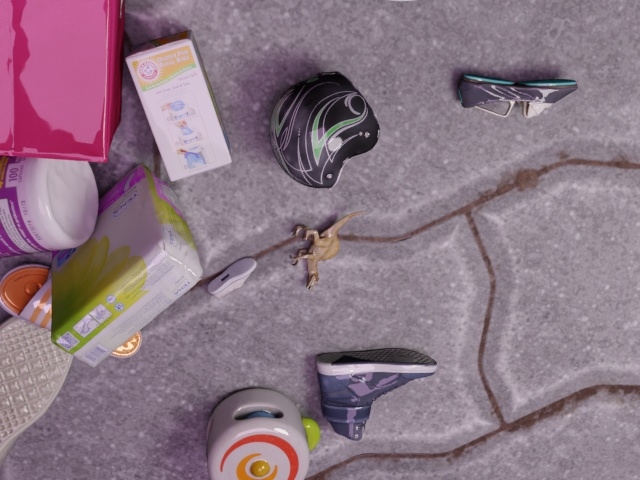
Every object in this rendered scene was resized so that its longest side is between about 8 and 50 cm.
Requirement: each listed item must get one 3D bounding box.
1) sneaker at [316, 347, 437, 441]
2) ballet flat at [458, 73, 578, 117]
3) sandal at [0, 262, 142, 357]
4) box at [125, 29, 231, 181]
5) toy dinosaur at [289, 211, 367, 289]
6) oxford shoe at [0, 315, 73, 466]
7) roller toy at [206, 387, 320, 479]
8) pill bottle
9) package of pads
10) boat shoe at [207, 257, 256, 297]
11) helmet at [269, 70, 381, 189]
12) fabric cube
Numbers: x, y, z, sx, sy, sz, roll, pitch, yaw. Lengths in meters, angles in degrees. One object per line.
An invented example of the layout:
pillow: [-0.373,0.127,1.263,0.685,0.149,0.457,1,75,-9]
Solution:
sneaker: [0.108,0.294,1.547,0.226,0.086,0.163,-2,101,2]
ballet flat: [0.333,-0.245,1.390,0.203,0.074,0.074,2,111,-4]
sandal: [-0.412,0.118,1.389,0.265,0.076,0.101,30,69,-24]
box: [-0.220,-0.215,1.284,0.103,0.114,0.203,-17,114,-1]
toy dinosaur: [0.000,0.000,1.450,0.093,0.053,0.183,18,116,-32]
oxford shoe: [-0.585,0.305,1.433,0.169,0.130,0.449,31,89,-14]
roller toy: [-0.120,0.391,1.523,0.209,0.146,0.191,-43,111,9]
pill bottle: [-0.512,-0.054,1.247,0.302,0.169,0.169,-7,114,13]
package of pads: [-0.306,0.027,1.267,0.229,0.296,0.101,-39,124,7]
boat shoe: [-0.153,0.069,1.456,0.100,0.035,0.035,-37,140,2]
helmet: [-0.003,-0.173,1.313,0.162,0.169,0.169,-37,113,-11]
fabric cube: [-0.413,-0.274,1.154,0.259,0.254,0.258,3,110,-11]
